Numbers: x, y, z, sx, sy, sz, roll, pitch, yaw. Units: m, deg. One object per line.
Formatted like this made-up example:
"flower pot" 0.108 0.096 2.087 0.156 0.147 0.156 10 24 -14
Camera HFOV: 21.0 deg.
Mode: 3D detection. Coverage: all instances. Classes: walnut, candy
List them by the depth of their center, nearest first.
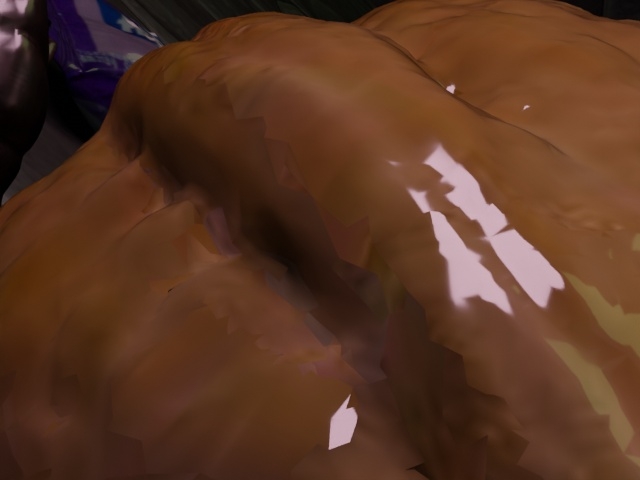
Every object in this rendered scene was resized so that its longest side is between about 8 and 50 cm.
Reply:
"walnut" 0.035 0.079 0.446 0.333 0.333 0.333 45 11 -11
"candy" -0.093 -0.077 1.089 0.275 0.070 0.145 41 14 -36

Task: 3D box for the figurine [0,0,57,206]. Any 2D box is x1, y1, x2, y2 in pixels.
"figurine" -0.214 -0.075 0.426 0.370 0.167 0.281 23 36 -47
